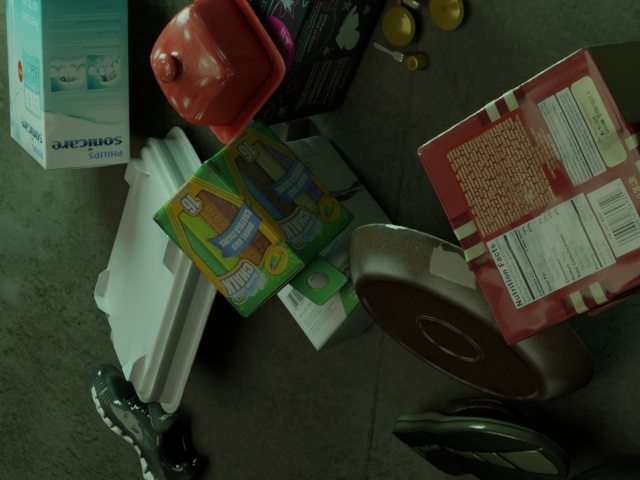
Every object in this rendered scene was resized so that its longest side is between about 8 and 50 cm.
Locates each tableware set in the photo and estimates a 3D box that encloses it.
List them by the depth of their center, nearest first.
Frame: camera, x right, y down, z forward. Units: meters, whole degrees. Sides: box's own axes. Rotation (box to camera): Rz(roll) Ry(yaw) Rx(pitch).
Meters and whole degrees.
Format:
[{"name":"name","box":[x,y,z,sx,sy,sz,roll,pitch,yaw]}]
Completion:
[{"name":"tableware set","box":[0.125,-0.270,1.788,0.104,0.024,0.154,34,122,28]}]

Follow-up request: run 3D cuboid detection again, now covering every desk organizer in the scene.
[{"name":"desk organizer","box":[-0.079,-0.158,1.989,0.130,0.050,0.047,31,121,34]}]

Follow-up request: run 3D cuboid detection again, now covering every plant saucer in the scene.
[{"name":"plant saucer","box":[0.153,0.093,1.708,0.310,0.050,0.310,30,162,11]}]

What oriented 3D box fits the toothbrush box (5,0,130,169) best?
[{"name":"toothbrush box","box":[-0.349,-0.265,2.113,0.216,0.126,0.295,-144,51,-61]}]

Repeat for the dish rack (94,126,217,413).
[{"name":"dish rack","box":[-0.229,0.040,2.101,0.285,0.072,0.333,59,139,46]}]

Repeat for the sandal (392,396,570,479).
[{"name":"sandal","box":[0.184,0.222,1.796,0.120,0.086,0.303,47,161,-19]}]

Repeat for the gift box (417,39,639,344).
[{"name":"gift box","box":[0.302,-0.054,1.518,0.276,0.258,0.255,-24,84,36]}]

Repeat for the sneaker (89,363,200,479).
[{"name":"sneaker","box":[-0.248,0.266,2.254,0.106,0.078,0.234,-43,75,38]}]

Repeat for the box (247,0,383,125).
[{"name":"box","box":[-0.033,-0.288,1.847,0.163,0.142,0.247,43,128,28]}]

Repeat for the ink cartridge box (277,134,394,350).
[{"name":"ink cartridge box","box":[0.000,0.000,1.930,0.219,0.092,0.160,54,131,18]}]

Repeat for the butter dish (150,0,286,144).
[{"name":"butter dish","box":[-0.142,-0.206,1.790,0.160,0.118,0.160,-46,70,41]}]

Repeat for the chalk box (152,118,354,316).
[{"name":"chalk box","box":[-0.063,-0.008,1.809,0.213,0.132,0.132,47,130,1]}]

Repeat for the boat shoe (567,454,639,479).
[{"name":"boat shoe","box":[0.402,0.287,1.621,0.320,0.118,0.103,-3,98,36]}]
